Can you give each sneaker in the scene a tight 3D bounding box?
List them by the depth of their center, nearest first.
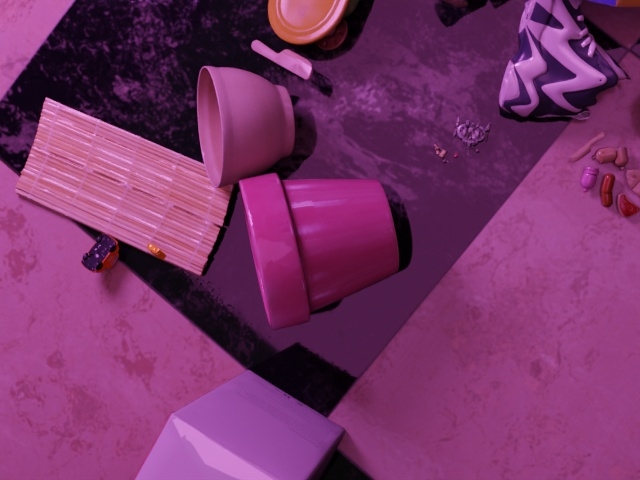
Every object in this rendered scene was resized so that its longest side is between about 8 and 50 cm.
[{"bbox_3d":[0.332,-0.260,1.253,0.153,0.094,0.235,15,108,1],"label":"sneaker"}]

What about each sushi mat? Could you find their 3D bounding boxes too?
[{"bbox_3d":[-0.281,-0.077,1.411,0.316,0.019,0.152,23,95,9],"label":"sushi mat"}]

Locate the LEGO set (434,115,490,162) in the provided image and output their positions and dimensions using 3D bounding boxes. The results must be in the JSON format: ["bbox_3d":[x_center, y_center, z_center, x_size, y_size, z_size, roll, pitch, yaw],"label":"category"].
[{"bbox_3d":[0.193,-0.136,1.325,0.054,0.023,0.083,42,97,7],"label":"LEGO set"}]

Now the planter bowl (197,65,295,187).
[{"bbox_3d":[-0.097,-0.156,1.320,0.109,0.162,0.162,-7,89,-16],"label":"planter bowl"}]

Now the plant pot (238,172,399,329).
[{"bbox_3d":[0.000,0.000,1.287,0.180,0.201,0.201,-13,88,-6],"label":"plant pot"}]

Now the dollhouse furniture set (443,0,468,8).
[{"bbox_3d":[0.181,-0.453,1.227,0.212,0.161,0.242,-34,78,26],"label":"dollhouse furniture set"}]

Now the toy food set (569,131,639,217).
[{"bbox_3d":[0.386,-0.079,1.297,0.078,0.019,0.122,-38,92,8],"label":"toy food set"}]

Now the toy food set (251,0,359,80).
[{"bbox_3d":[0.000,-0.324,1.342,0.128,0.071,0.218,25,93,33],"label":"toy food set"}]

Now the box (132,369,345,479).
[{"bbox_3d":[-0.113,0.314,1.221,0.168,0.345,0.215,30,95,8],"label":"box"}]

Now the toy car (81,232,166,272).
[{"bbox_3d":[-0.276,0.030,1.390,0.122,0.040,0.060,12,70,25],"label":"toy car"}]

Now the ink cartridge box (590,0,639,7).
[{"bbox_3d":[0.409,-0.426,1.143,0.307,0.072,0.304,-7,115,-25],"label":"ink cartridge box"}]
